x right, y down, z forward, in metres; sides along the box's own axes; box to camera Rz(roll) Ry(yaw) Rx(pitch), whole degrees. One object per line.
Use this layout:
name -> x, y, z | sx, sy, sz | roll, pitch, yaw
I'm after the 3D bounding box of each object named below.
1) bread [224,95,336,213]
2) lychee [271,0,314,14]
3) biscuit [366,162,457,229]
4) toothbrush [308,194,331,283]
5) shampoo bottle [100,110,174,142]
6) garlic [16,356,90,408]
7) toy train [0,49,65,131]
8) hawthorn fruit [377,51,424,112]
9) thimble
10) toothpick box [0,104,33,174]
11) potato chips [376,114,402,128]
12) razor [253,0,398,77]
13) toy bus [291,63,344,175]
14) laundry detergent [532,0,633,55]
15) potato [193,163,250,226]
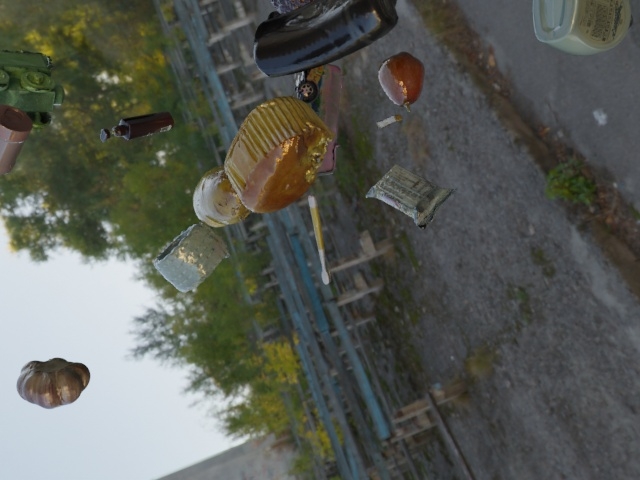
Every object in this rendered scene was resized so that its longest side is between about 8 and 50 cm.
bread -> -0.087, -0.168, 1.256 | 0.250, 0.178, 0.133 | -52, 58, 36
lychee -> -0.039, -0.796, 1.856 | 0.300, 0.264, 0.264 | 51, -177, -21
biscuit -> 0.307, -0.163, 2.103 | 0.309, 0.186, 0.079 | 34, 166, 42
toothbrush -> 0.000, 0.000, 1.477 | 0.024, 0.021, 0.288 | -74, -19, -46
shampoo bottle -> -0.582, -0.360, 1.913 | 0.067, 0.236, 0.068 | 43, 133, 24
garlic -> -0.622, 0.336, 1.406 | 0.147, 0.159, 0.102 | -118, 29, -73
toy train -> -0.840, -0.413, 1.621 | 0.188, 0.271, 0.159 | 55, 134, 30
hawthorn fruit -> 0.342, -0.642, 2.480 | 0.199, 0.199, 0.252 | 91, 170, -81
thimble -> -0.438, 0.058, 2.085 | 0.172, 0.250, 0.205 | 47, -165, -17
toothpick box -> -0.794, -0.250, 1.504 | 0.098, 0.149, 0.098 | 30, -149, -20
potato chips -> 0.197, -0.351, 1.783 | 0.204, 0.037, 0.026 | -154, 45, -80
razor -> 0.009, -0.488, 1.369 | 0.113, 0.348, 0.205 | 46, -139, -41
toy bus -> -0.018, -0.327, 1.662 | 0.112, 0.137, 0.317 | -174, 88, -72
laundry detergent -> 0.558, -0.489, 1.236 | 0.105, 0.280, 0.215 | 8, 102, 54
potato -> -0.271, -0.127, 1.687 | 0.300, 0.140, 0.173 | -9, 72, 62
